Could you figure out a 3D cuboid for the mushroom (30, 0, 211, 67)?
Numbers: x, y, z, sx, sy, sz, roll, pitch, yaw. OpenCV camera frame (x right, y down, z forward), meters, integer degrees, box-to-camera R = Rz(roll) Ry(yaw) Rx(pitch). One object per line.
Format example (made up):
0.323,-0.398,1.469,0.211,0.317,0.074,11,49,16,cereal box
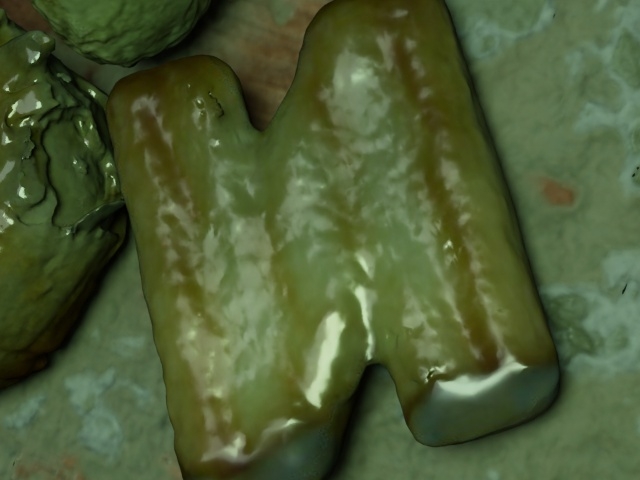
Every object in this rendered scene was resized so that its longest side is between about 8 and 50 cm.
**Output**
-0.145,-0.235,0.970,0.189,0.164,0.267,-48,52,0,mushroom

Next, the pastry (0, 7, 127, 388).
-0.284,-0.030,1.012,0.330,0.136,0.329,-8,73,26,pastry

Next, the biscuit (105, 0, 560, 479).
0.000,0.000,0.884,0.237,0.062,0.290,-21,72,12,biscuit
